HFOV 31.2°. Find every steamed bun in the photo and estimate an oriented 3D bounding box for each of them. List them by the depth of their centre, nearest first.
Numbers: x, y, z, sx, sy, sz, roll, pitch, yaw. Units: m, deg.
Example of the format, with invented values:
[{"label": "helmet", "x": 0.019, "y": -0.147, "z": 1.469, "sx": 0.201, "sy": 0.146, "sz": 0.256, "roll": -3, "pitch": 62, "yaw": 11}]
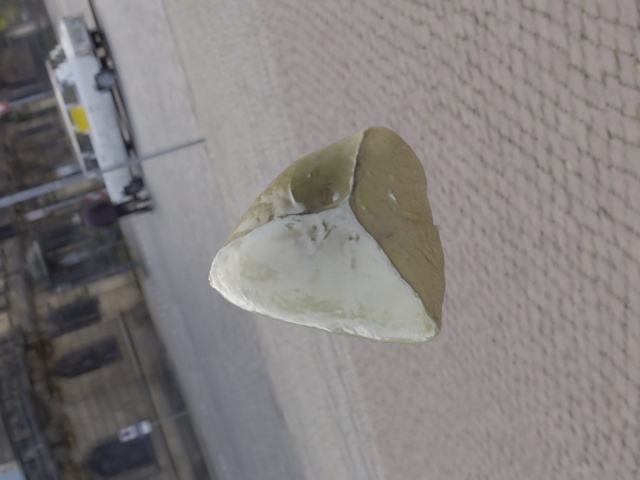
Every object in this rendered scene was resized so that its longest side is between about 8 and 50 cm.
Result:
[{"label": "steamed bun", "x": 0.018, "y": -0.022, "z": 1.088, "sx": 0.110, "sy": 0.231, "sz": 0.213, "roll": 76, "pitch": -153, "yaw": -59}]
